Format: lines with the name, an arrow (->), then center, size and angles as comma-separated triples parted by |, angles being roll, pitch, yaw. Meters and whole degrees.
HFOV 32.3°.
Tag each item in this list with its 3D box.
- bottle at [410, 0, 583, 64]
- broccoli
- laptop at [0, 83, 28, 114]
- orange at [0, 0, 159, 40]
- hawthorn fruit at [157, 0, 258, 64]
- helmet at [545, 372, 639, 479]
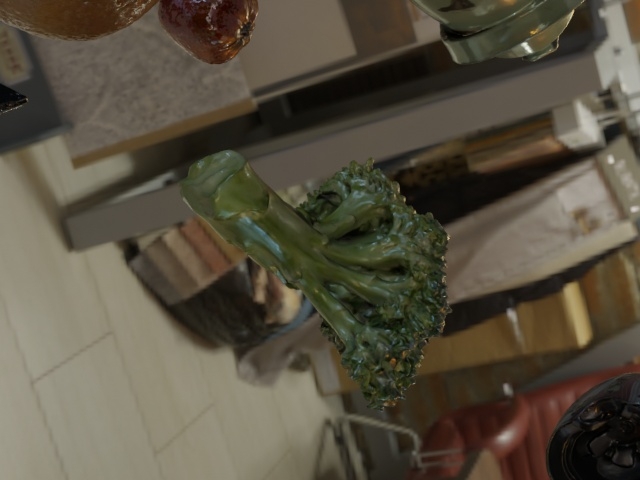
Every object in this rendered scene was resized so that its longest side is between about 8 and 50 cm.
bottle -> 0.203, -0.329, 1.336 | 0.352, 0.229, 0.229 | 32, 50, -59
broccoli -> -0.004, -0.003, 1.498 | 0.397, 0.275, 0.353 | 36, 1, -9
laptop -> -0.443, -0.178, 1.261 | 0.129, 0.180, 0.016 | -39, 150, -56
orange -> -0.331, -0.423, 1.452 | 0.322, 0.357, 0.322 | 10, 58, -16
hawthorn fruit -> -0.213, -0.392, 1.885 | 0.162, 0.203, 0.162 | 21, 90, -78
helmet -> 0.334, 0.206, 1.176 | 0.153, 0.177, 0.107 | 49, 39, -15
